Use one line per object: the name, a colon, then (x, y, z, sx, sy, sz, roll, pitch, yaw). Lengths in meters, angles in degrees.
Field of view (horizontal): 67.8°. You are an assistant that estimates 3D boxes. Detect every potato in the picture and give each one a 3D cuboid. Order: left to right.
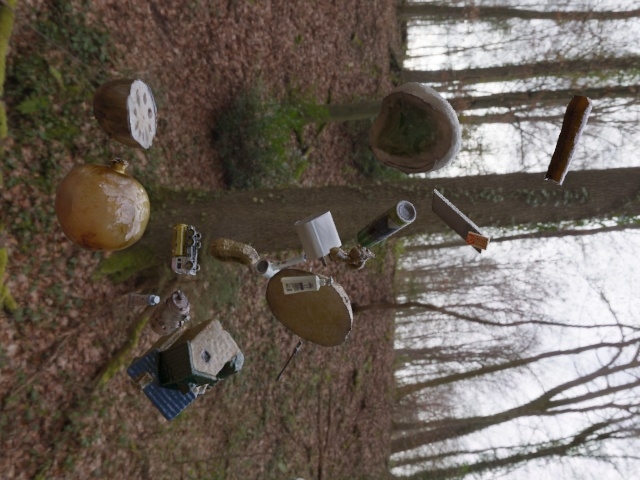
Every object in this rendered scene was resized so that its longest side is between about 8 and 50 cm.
potato: (-0.018, 0.186, 1.489, 0.116, 0.299, 0.239, -46, 157, -54)

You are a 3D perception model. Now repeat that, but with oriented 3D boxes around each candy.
candy: (0.427, -0.479, 2.106, 0.426, 0.186, 0.386, 37, -57, 30)

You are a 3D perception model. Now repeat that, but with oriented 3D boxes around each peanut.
peanut: (-0.402, 0.058, 2.233, 0.110, 0.236, 0.120, -105, -147, -61)

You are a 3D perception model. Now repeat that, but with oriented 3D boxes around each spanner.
spanner: (-0.128, 0.482, 1.888, 0.255, 0.015, 0.054, -61, 178, 37)

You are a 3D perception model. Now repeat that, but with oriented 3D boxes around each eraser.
eraser: (0.630, -0.091, 2.194, 0.352, 0.077, 0.111, 43, 18, 0)

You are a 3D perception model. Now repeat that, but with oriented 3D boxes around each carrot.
carrot: (0.736, -0.296, 1.421, 0.070, 0.070, 0.260, -128, -131, -69)

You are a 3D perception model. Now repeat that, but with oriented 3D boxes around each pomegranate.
pomegranate: (-0.707, -0.122, 1.558, 0.319, 0.318, 0.320, 172, -90, -79)

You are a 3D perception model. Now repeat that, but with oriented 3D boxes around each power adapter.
power adapter: (0.000, 0.000, 2.362, 0.124, 0.187, 0.255, -9, -75, 48)

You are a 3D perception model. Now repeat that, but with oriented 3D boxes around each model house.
model house: (-0.582, 0.563, 2.053, 0.335, 0.382, 0.343, 55, 32, -8)

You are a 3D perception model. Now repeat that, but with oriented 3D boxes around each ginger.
ginger: (0.140, 0.062, 2.171, 0.133, 0.214, 0.059, -52, -153, 22)

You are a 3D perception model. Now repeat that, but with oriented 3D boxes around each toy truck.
toy truck: (-0.592, 0.037, 2.087, 0.098, 0.113, 0.227, 71, 18, -79)

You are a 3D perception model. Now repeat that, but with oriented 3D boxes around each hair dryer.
hair dryer: (-0.162, 0.104, 2.120, 0.131, 0.236, 0.073, 40, 32, -62)

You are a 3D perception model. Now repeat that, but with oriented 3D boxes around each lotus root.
lotus root: (-0.764, -0.488, 1.848, 0.272, 0.191, 0.272, 180, -90, -86)

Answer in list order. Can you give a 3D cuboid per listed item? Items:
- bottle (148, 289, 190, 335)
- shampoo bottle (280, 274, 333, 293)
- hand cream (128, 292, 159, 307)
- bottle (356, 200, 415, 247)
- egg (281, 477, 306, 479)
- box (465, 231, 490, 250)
bottle: (-0.464, 0.226, 1.493, 0.152, 0.098, 0.099, -42, -135, 29)
shampoo bottle: (-0.035, 0.118, 1.291, 0.034, 0.141, 0.049, -71, 154, -67)
hand cream: (-0.765, 0.256, 2.051, 0.043, 0.170, 0.065, 11, 76, -61)
bottle: (0.259, -0.059, 1.941, 0.330, 0.093, 0.093, 142, -59, -60)
egg: (-0.125, 0.929, 1.490, 0.336, 0.278, 0.278, -50, -156, 8)
box: (0.673, 0.002, 2.040, 0.093, 0.015, 0.058, 21, -57, 29)
